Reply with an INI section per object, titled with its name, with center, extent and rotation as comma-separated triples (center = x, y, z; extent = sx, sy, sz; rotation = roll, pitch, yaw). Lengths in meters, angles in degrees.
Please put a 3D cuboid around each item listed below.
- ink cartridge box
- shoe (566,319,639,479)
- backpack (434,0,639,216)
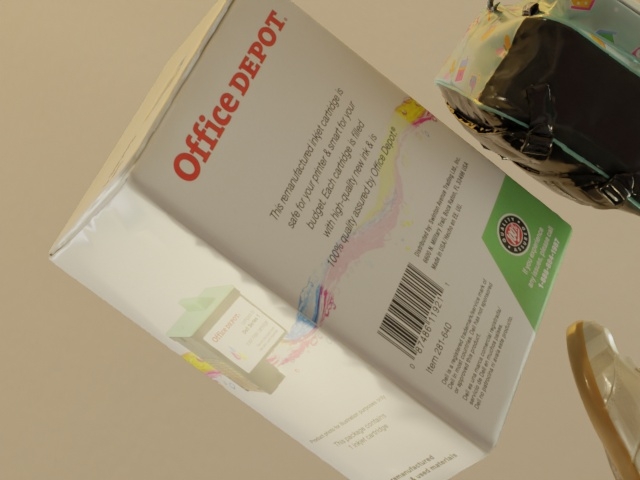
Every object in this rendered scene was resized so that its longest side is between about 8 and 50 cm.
[ink cartridge box]
center = 0.000, 0.000, 1.152
extent = 0.278, 0.201, 0.117
rotation = 37, -42, -13
[shoe]
center = 0.213, 0.139, 1.167
extent = 0.058, 0.219, 0.076
rotation = -22, -35, 6
[backpack]
center = 0.172, -0.106, 1.261
extent = 0.166, 0.188, 0.144
rotation = 28, -93, -16
